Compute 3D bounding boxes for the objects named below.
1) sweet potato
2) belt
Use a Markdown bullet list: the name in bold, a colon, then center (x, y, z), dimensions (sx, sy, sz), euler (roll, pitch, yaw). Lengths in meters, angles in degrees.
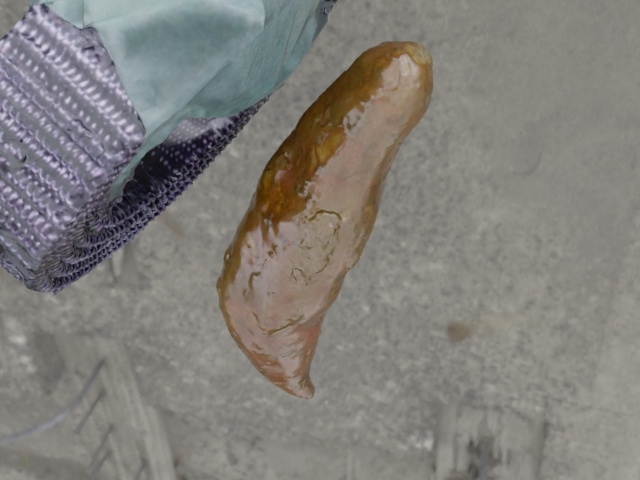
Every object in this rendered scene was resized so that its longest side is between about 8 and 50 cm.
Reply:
- **sweet potato**: center (-0.015, 0.000, 0.726), dimensions (0.106, 0.095, 0.355), euler (9, 131, -12)
- **belt**: center (-0.103, -0.102, 0.620), dimensions (0.122, 0.325, 0.260), euler (42, 131, 0)
